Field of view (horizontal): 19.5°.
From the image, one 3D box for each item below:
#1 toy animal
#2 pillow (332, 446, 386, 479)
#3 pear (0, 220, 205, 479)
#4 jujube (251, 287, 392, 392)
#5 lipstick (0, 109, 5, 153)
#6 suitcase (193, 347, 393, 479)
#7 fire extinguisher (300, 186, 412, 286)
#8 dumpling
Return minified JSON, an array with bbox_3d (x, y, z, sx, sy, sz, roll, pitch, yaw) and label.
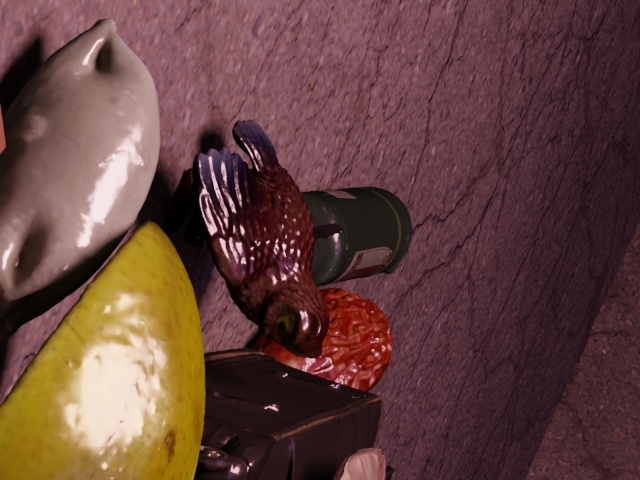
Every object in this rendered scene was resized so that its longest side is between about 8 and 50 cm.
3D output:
[{"bbox_3d":[-0.038,0.000,1.481,0.116,0.179,0.218,-43,159,-3],"label":"toy animal"},{"bbox_3d":[0.001,0.272,1.448,0.130,0.038,0.233,20,87,-70],"label":"pillow"},{"bbox_3d":[-0.135,0.110,1.186,0.239,0.139,0.288,-65,-175,-19],"label":"pear"},{"bbox_3d":[-0.002,0.113,1.789,0.176,0.112,0.109,-38,106,-56],"label":"jujube"},{"bbox_3d":[-0.238,-0.031,1.068,0.045,0.045,0.145,93,23,-43],"label":"lipstick"},{"bbox_3d":[-0.093,0.243,1.516,0.434,0.194,0.283,-4,111,-70],"label":"suitcase"},{"bbox_3d":[0.000,0.000,1.724,0.294,0.118,0.093,-9,81,-70],"label":"fire extinguisher"},{"bbox_3d":[-0.176,-0.037,1.192,0.105,0.149,0.217,30,70,-33],"label":"dumpling"}]
